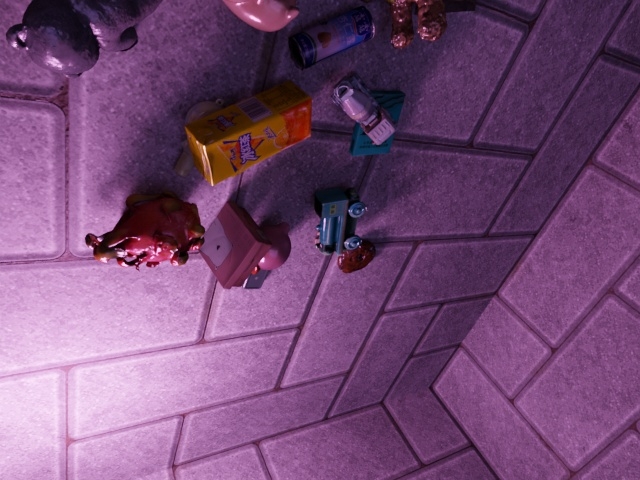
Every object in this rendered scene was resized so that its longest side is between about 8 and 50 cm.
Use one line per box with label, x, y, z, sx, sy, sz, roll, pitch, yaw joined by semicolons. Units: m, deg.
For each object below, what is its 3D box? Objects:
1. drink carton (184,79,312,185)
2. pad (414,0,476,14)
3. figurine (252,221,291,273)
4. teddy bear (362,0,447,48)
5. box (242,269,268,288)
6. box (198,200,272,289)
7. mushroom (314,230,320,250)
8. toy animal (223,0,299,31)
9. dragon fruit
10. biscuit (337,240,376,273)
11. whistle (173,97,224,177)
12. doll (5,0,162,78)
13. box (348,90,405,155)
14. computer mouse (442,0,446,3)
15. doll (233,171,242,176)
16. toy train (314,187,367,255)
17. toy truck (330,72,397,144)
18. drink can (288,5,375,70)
drink carton;-0.193;-0.307;1.254;0.351;0.111;0.155;-33;152;-24
pad;0.389;-0.855;1.264;0.247;0.007;0.368;-16;127;-23
figurine;-0.186;0.023;1.592;0.173;0.173;0.173;-19;136;-19
teddy bear;0.209;-0.679;1.173;0.222;0.246;0.296;-22;110;-43
box;-0.258;0.141;1.749;0.091;0.031;0.126;5;123;-38
box;-0.288;0.016;1.480;0.215;0.215;0.086;-53;148;17
mushroom;-0.001;0.000;1.807;0.049;0.019;0.101;-20;132;-22
toy animal;-0.167;-0.605;1.038;0.154;0.167;0.250;-12;151;43
dragon fruit;-0.498;-0.015;1.297;0.307;0.227;0.243;-42;134;10
biscuit;0.161;0.077;1.968;0.192;0.049;0.192;-18;138;-16
whistle;-0.345;-0.293;1.267;0.126;0.067;0.258;18;118;-43
doll;-0.492;-0.497;0.946;0.340;0.158;0.246;-51;171;-5
box;0.197;-0.409;1.549;0.160;0.042;0.226;-11;133;-26
computer mouse;0.347;-0.748;1.342;0.096;0.039;0.066;-14;127;-25
doll;-0.269;-0.263;1.358;0.113;0.071;0.135;34;99;-28
toy train;0.065;-0.069;1.717;0.194;0.120;0.298;-11;131;-17
toy truck;0.134;-0.410;1.390;0.108;0.140;0.256;-39;124;20
drink can;0.031;-0.570;1.247;0.235;0.097;0.097;-27;138;-9
